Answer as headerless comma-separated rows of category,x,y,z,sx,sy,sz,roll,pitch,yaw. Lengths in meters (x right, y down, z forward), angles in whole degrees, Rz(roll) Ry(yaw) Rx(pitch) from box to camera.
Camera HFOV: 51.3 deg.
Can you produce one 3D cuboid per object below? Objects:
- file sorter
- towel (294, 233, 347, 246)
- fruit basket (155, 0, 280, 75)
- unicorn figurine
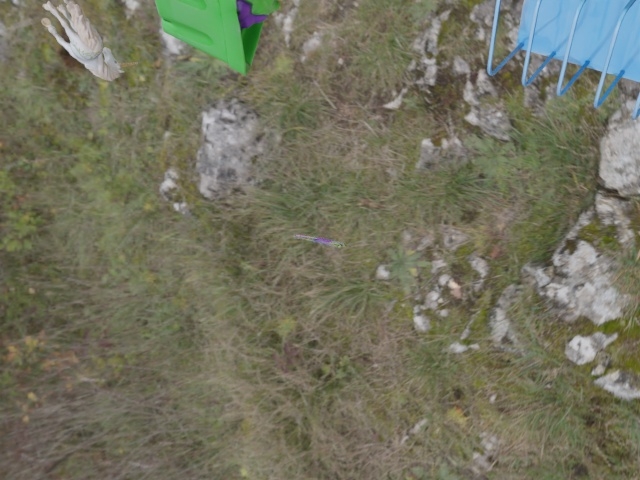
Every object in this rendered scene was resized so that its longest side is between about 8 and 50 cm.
file sorter,0.273,-0.212,0.688,0.170,0.104,0.118,25,143,26
towel,0.000,0.000,1.085,0.083,0.060,0.009,12,92,8
fruit basket,-0.072,-0.495,1.136,0.392,0.283,0.392,1,69,-2
unicorn figurine,-0.303,-0.255,0.859,0.060,0.162,0.111,-39,107,1
